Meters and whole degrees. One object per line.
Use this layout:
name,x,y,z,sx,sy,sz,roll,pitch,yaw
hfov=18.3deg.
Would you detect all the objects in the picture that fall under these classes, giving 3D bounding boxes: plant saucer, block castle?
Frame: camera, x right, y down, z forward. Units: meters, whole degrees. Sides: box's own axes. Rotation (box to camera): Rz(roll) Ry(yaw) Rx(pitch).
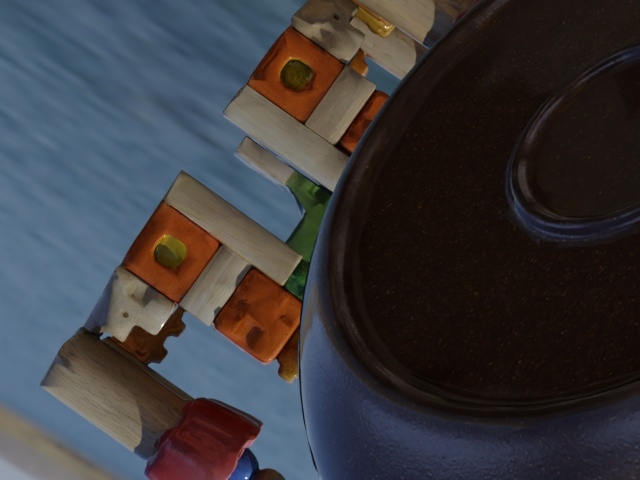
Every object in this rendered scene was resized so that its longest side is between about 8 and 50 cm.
plant saucer,0.111,-0.023,0.661,0.050,0.310,0.310,48,163,-32
block castle,0.000,0.000,1.548,0.213,0.453,0.303,35,176,2
